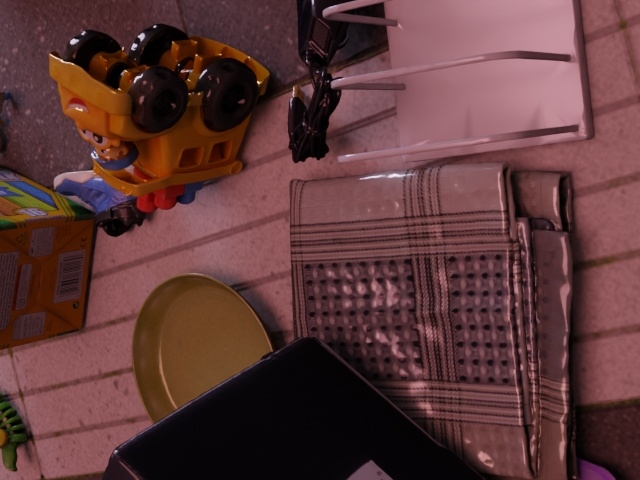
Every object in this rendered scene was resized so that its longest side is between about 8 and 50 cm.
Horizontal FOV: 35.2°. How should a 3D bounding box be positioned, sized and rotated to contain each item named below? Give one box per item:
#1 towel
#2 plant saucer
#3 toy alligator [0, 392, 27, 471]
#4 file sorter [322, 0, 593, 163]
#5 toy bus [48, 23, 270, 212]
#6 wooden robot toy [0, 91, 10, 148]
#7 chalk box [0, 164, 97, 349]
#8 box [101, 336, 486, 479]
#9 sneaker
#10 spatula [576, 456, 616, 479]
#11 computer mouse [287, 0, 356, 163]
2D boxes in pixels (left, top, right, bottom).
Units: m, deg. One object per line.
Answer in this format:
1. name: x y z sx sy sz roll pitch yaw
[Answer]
1. towel: 0.100 0.083 1.006 0.324 0.056 0.312 -1 92 35
2. plant saucer: -0.134 0.155 1.228 0.241 0.037 0.240 7 102 35
3. toy alligator: -0.482 0.253 1.498 0.051 0.056 0.189 -33 72 -8
4. file sorter: 0.109 -0.214 0.897 0.193 0.173 0.277 -5 94 34
5. toy bus: -0.187 -0.118 1.119 0.149 0.220 0.211 34 122 32
6. wooden robot toy: -0.488 -0.150 1.427 0.173 0.076 0.079 -19 97 38
7. chalk box: -0.472 0.006 1.367 0.289 0.179 0.180 23 110 32
8. box: -0.004 0.444 0.970 0.480 0.297 0.471 39 126 20
9. sneaker: -0.284 -0.046 1.294 0.152 0.058 0.084 -3 87 31
10. spatula: 0.167 0.231 1.018 0.297 0.030 0.084 12 103 35
11. computer mouse: 0.005 -0.209 1.041 0.184 0.060 0.261 114 156 -64
